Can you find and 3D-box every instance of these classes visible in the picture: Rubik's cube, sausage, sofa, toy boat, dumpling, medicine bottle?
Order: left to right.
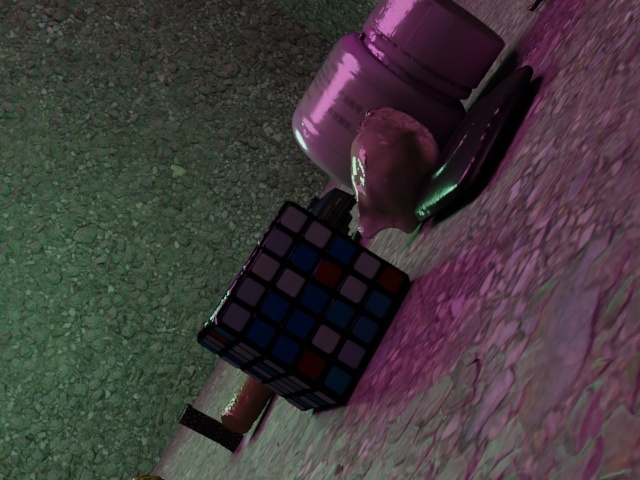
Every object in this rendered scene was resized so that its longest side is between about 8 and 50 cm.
[{"bbox_3d":[-0.204,0.346,1.563,0.039,0.118,0.060,-61,6,-12],"label":"sofa"},{"bbox_3d":[-0.094,0.226,1.551,0.066,0.066,0.301,-52,7,47],"label":"sausage"},{"bbox_3d":[-0.028,0.088,1.060,0.182,0.184,0.187,-59,6,-20],"label":"Rubik's cube"},{"bbox_3d":[0.003,0.001,1.677,0.114,0.122,0.296,-56,3,31],"label":"toy boat"},{"bbox_3d":[0.107,-0.095,1.192,0.118,0.136,0.199,90,-172,-80],"label":"dumpling"},{"bbox_3d":[0.122,-0.240,1.333,0.302,0.241,0.241,-55,5,23],"label":"medicine bottle"}]

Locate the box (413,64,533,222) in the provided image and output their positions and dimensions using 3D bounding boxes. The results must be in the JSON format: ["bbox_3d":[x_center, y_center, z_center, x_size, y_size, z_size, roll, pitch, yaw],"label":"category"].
[{"bbox_3d":[0.192,-0.123,1.072,0.212,0.042,0.201,-58,3,-19],"label":"box"}]

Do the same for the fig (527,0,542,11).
[{"bbox_3d":[0.329,-0.427,1.278,0.128,0.128,0.150,-78,-7,-77],"label":"fig"}]

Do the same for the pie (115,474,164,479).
[{"bbox_3d":[-0.437,0.605,1.714,0.315,0.092,0.315,-29,-35,-23],"label":"pie"}]
